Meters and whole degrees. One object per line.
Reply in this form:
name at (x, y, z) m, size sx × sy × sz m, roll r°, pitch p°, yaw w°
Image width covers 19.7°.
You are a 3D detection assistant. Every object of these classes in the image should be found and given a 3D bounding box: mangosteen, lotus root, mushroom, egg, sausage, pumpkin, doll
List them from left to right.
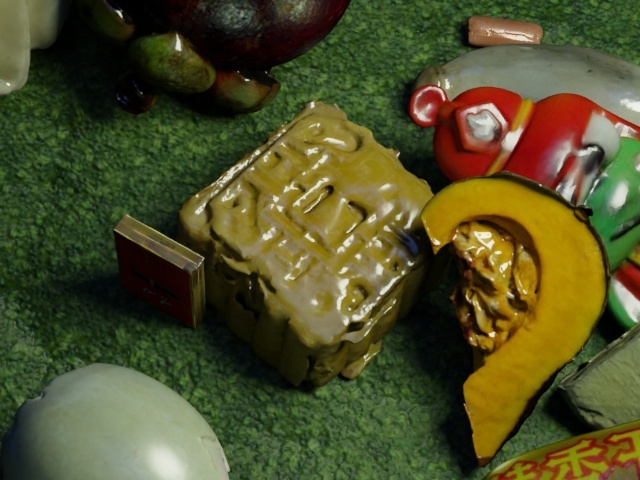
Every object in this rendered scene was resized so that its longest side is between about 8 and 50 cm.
egg at (-0.171, 0.221, 1.634) m, size 0.183 × 0.183 × 0.217 m, roll -34°, pitch 67°, yaw -20°
mangosteen at (-0.109, -0.284, 1.857) m, size 0.300 × 0.300 × 0.300 m, roll 2°, pitch 61°, yaw -3°
sausage at (0.198, -0.223, 1.986) m, size 0.083 × 0.034 × 0.034 m, roll 6°, pitch 61°, yaw -1°
pumpkin at (0.207, 0.060, 1.719) m, size 0.163 × 0.111 × 0.278 m, roll -8°, pitch 100°, yaw 24°
mushroom at (0.233, -0.154, 1.922) m, size 0.270 × 0.103 × 0.118 m, roll 11°, pitch 51°, yaw 15°
doll at (0.243, -0.048, 1.810) m, size 0.363 × 0.160 × 0.182 m, roll 32°, pitch 86°, yaw -6°
sausage at (0.239, 0.231, 1.673) m, size 0.317 × 0.117 × 0.125 m, roll -14°, pitch 32°, yaw 8°
lotus root at (0.317, 0.147, 1.741) m, size 0.144 × 0.070 × 0.143 m, roll 42°, pitch 108°, yaw 3°

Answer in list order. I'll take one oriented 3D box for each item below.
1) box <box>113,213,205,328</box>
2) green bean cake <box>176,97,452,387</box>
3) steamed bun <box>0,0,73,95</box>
box at (-0.153, 0.031, 1.767) m, size 0.090 × 0.133 × 0.023 m, roll 31°, pitch 67°, yaw 11°
green bean cake at (0.000, 0.000, 1.796) m, size 0.224 × 0.131 × 0.230 m, roll 41°, pitch 67°, yaw 16°
steamed bun at (-0.426, -0.316, 1.876) m, size 0.352 × 0.247 × 0.339 m, roll -4°, pitch 60°, yaw -1°
